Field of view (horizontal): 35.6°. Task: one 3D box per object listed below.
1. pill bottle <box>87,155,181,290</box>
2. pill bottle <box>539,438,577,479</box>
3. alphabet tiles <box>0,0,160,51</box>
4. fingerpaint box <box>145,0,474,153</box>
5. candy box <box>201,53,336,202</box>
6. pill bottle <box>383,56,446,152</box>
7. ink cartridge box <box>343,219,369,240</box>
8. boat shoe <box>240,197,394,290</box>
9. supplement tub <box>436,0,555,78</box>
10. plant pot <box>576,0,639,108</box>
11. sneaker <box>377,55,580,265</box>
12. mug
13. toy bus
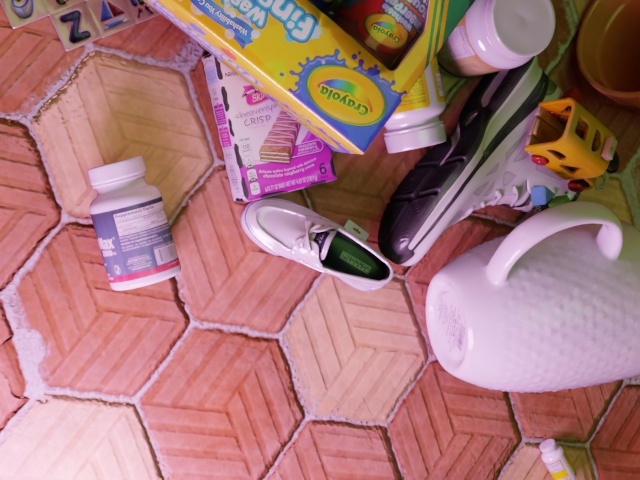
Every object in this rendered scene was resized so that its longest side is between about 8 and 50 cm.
[{"bbox_3d":[-0.276,-0.027,1.451,0.108,0.108,0.180,-17,98,-23],"label":"pill bottle"},{"bbox_3d":[0.432,0.404,1.821,0.043,0.043,0.083,-35,105,-20],"label":"pill bottle"},{"bbox_3d":[-0.367,-0.464,1.450,0.285,0.011,0.342,-28,103,-21],"label":"alphabet tiles"},{"bbox_3d":[-0.020,-0.400,1.423,0.445,0.163,0.371,38,86,-17],"label":"fingerpaint box"},{"bbox_3d":[-0.079,-0.189,1.556,0.159,0.071,0.233,-16,97,-23],"label":"candy box"},{"bbox_3d":[0.138,-0.254,1.627,0.119,0.119,0.208,-15,97,-24],"label":"pill bottle"},{"bbox_3d":[0.037,0.012,1.637,0.048,0.028,0.083,37,78,-20],"label":"ink cartridge box"},{"bbox_3d":[0.000,0.000,1.567,0.258,0.084,0.095,22,80,-9],"label":"boat shoe"},{"bbox_3d":[0.276,-0.349,1.642,0.144,0.200,0.144,-1,92,-25],"label":"supplement tub"},{"bbox_3d":[0.636,-0.341,1.783,0.203,0.291,0.290,29,79,-40],"label":"plant pot"},{"bbox_3d":[0.305,-0.083,1.680,0.257,0.169,0.447,44,72,-17],"label":"sneaker"},{"bbox_3d":[0.362,0.082,1.620,0.328,0.276,0.374,-7,138,-17],"label":"mug"},{"bbox_3d":[0.433,-0.150,1.638,0.202,0.104,0.190,-25,104,-34],"label":"toy bus"}]
